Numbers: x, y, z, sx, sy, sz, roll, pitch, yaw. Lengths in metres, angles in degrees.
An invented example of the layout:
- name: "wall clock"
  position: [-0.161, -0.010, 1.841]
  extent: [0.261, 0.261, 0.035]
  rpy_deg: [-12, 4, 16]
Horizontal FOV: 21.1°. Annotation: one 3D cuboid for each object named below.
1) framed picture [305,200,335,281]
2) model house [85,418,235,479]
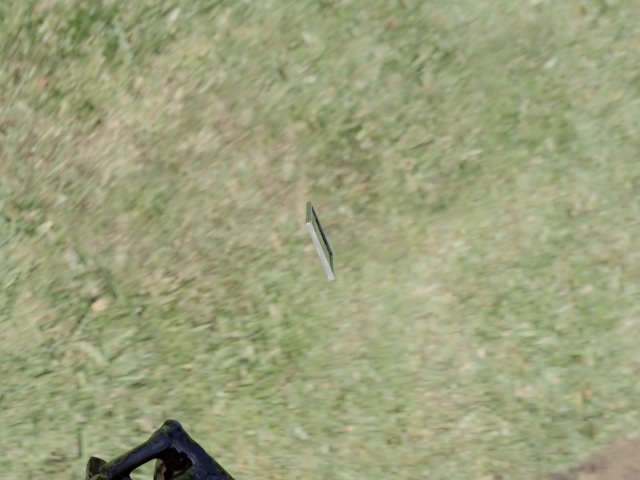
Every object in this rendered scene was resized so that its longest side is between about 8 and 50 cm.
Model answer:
- name: "framed picture"
  position: [0.000, 0.000, 1.731]
  extent: [0.006, 0.089, 0.066]
  rpy_deg: [-22, 103, 6]
- name: "model house"
  position: [-0.167, 0.405, 1.696]
  extent: [0.297, 0.317, 0.282]
  rpy_deg: [29, 35, 17]
